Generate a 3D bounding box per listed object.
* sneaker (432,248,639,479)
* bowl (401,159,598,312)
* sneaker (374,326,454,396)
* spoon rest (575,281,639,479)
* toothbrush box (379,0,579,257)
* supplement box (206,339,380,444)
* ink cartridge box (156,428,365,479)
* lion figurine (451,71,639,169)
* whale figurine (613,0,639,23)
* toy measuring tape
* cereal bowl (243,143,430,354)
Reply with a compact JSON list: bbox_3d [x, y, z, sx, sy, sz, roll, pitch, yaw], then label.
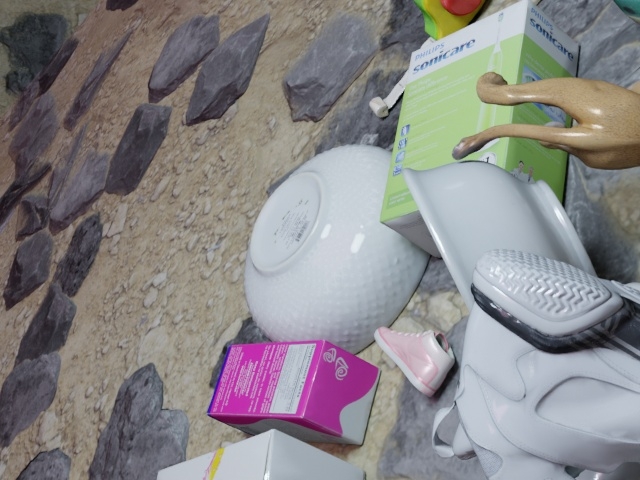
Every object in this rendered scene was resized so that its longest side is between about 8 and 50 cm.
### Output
[{"bbox_3d":[0.278,0.161,0.859,0.137,0.366,0.210,-24,-45,-73],"label":"sneaker"},{"bbox_3d":[0.210,0.027,1.062,0.134,0.298,0.297,-26,41,7],"label":"bowl"},{"bbox_3d":[0.124,0.135,1.261,0.070,0.051,0.134,-53,37,8],"label":"sneaker"},{"bbox_3d":[0.297,0.161,0.980,0.137,0.084,0.276,-5,60,52],"label":"spoon rest"},{"bbox_3d":[0.209,-0.142,1.296,0.206,0.122,0.283,-19,51,46],"label":"toothbrush box"},{"bbox_3d":[-0.039,0.210,1.363,0.220,0.111,0.113,-8,58,50],"label":"supplement box"},{"bbox_3d":[-0.083,0.365,1.245,0.233,0.171,0.168,-28,45,39],"label":"ink cartridge box"},{"bbox_3d":[0.348,-0.137,0.982,0.392,0.142,0.240,-27,28,-11],"label":"lion figurine"},{"bbox_3d":[0.437,-0.334,1.126,0.216,0.141,0.272,-59,35,0],"label":"whale figurine"},{"bbox_3d":[0.158,-0.347,1.532,0.330,0.121,0.121,-50,34,14],"label":"toy measuring tape"},{"bbox_3d":[0.000,0.000,1.450,0.339,0.141,0.339,-34,40,34],"label":"cereal bowl"}]
